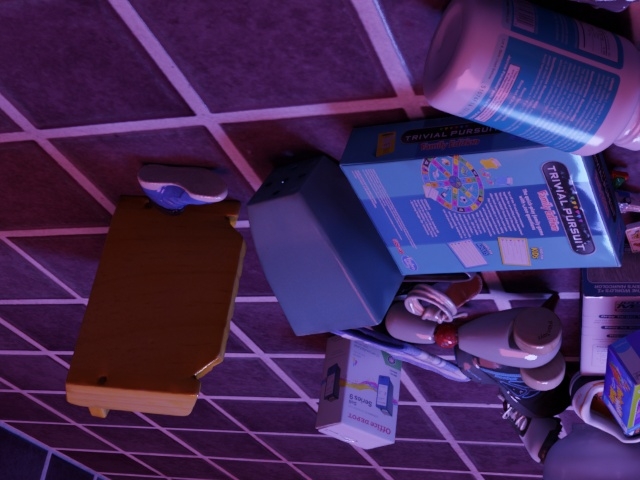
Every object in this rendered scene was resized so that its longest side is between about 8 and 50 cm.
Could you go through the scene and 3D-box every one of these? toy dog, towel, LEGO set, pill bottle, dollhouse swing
[{"bbox_3d":[0.301,0.136,1.780,0.333,0.161,0.220,24,147,3],"label":"toy dog"},{"bbox_3d":[0.158,0.220,1.969,0.209,0.034,0.285,16,172,39],"label":"towel"},{"bbox_3d":[0.461,-0.059,1.450,0.182,0.060,0.244,-16,147,19],"label":"LEGO set"},{"bbox_3d":[0.262,-0.184,1.131,0.264,0.146,0.146,17,152,-13],"label":"pill bottle"},{"bbox_3d":[-0.270,0.149,1.737,0.315,0.347,0.305,3,152,12],"label":"dollhouse swing"}]

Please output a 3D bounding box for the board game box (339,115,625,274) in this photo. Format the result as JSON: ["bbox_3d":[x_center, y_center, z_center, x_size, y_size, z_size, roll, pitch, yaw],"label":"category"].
[{"bbox_3d":[0.232,-0.062,1.391,0.336,0.079,0.254,-3,139,29],"label":"board game box"}]

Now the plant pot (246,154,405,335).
[{"bbox_3d":[0.000,0.000,1.526,0.165,0.166,0.234,-12,122,36],"label":"plant pot"}]

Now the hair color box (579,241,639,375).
[{"bbox_3d":[0.533,0.126,1.692,0.173,0.105,0.347,-1,152,13],"label":"hair color box"}]

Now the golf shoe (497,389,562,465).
[{"bbox_3d":[0.447,0.397,2.136,0.120,0.105,0.273,22,-167,-1],"label":"golf shoe"}]

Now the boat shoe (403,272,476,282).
[{"bbox_3d":[0.113,0.031,1.658,0.335,0.095,0.112,-8,148,31],"label":"boat shoe"}]

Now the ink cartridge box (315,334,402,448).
[{"bbox_3d":[0.085,0.319,2.103,0.154,0.212,0.093,27,149,-29],"label":"ink cartridge box"}]

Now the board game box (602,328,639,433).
[{"bbox_3d":[0.626,0.165,1.579,0.347,0.078,0.233,-27,149,-2],"label":"board game box"}]

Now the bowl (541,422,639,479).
[{"bbox_3d":[0.567,0.424,1.931,0.297,0.134,0.298,-3,170,0],"label":"bowl"}]

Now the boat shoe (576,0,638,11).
[{"bbox_3d":[0.292,-0.277,0.994,0.285,0.103,0.092,-7,144,19],"label":"boat shoe"}]

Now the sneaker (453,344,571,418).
[{"bbox_3d":[0.423,0.267,1.990,0.341,0.125,0.139,27,144,-35],"label":"sneaker"}]

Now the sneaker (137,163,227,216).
[{"bbox_3d":[-0.217,-0.075,1.599,0.152,0.058,0.084,8,148,12],"label":"sneaker"}]

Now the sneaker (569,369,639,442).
[{"bbox_3d":[0.624,0.312,1.816,0.321,0.127,0.126,1,108,12],"label":"sneaker"}]

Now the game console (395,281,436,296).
[{"bbox_3d":[0.159,0.058,1.791,0.107,0.071,0.122,47,145,-4],"label":"game console"}]
